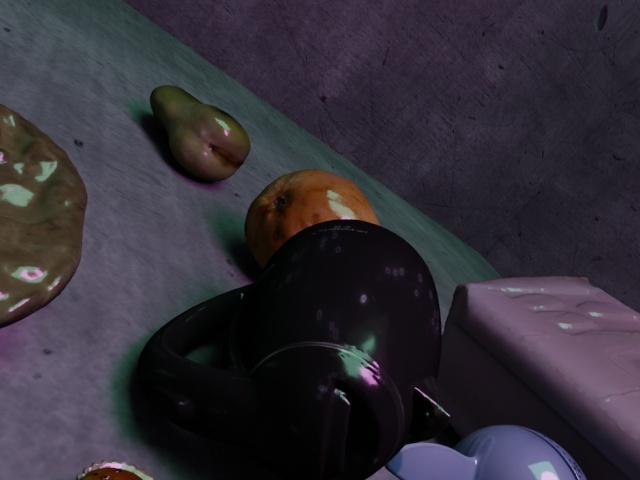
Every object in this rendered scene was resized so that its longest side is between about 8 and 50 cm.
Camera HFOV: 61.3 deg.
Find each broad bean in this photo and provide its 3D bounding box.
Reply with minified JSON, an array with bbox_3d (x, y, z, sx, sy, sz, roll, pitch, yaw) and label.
[{"bbox_3d":[-0.219,-0.207,0.997,0.189,0.121,0.263,30,16,-45],"label":"broad bean"}]

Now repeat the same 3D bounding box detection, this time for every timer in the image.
[{"bbox_3d":[0.155,0.274,0.556,0.256,0.175,0.175,4,28,-15],"label":"timer"}]

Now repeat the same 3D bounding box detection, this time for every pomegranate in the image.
[{"bbox_3d":[-0.011,-0.006,0.813,0.207,0.207,0.207,37,16,-12],"label":"pomegranate"}]

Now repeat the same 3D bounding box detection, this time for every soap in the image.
[{"bbox_3d":[0.391,0.237,0.748,0.351,0.212,0.435,5,23,-25],"label":"soap"}]

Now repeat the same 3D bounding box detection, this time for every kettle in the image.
[{"bbox_3d":[-0.019,0.106,0.510,0.269,0.207,0.290,5,15,8],"label":"kettle"}]

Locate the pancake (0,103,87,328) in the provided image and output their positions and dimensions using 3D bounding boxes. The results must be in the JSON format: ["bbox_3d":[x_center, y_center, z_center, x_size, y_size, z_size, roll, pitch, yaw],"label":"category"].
[{"bbox_3d":[-0.304,-0.032,0.353,0.295,0.049,0.294,24,29,-14],"label":"pancake"}]

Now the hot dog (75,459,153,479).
[{"bbox_3d":[-0.127,0.181,0.264,0.099,0.053,0.192,38,13,5],"label":"hot dog"}]
